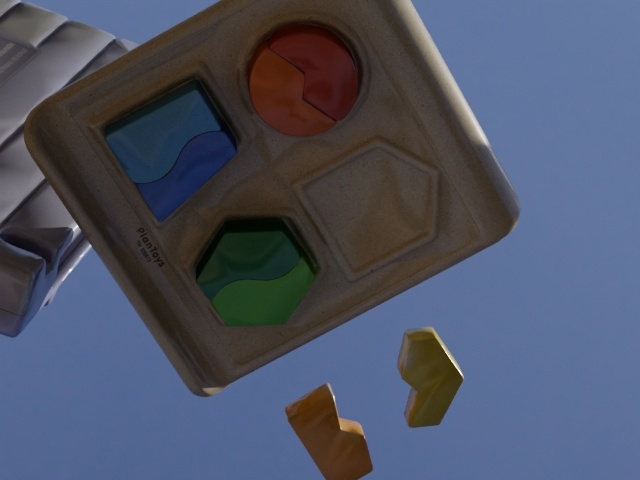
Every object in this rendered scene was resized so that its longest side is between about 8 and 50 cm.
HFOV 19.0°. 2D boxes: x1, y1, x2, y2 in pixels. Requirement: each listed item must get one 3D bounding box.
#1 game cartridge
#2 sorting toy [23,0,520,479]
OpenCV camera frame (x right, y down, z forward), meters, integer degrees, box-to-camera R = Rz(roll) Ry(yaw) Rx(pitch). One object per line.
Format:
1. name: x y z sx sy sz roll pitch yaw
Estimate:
1. game cartridge: -0.228 -0.069 1.217 0.355 0.230 0.068 -59 166 -63
2. sorting toy: 0.000 0.000 1.119 0.229 0.307 0.041 -30 -157 4
